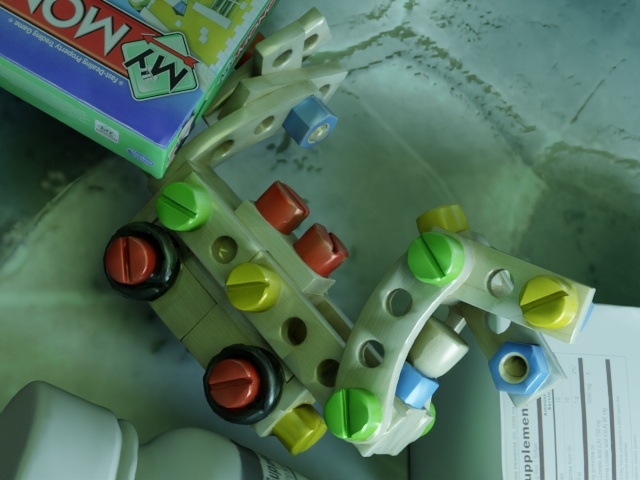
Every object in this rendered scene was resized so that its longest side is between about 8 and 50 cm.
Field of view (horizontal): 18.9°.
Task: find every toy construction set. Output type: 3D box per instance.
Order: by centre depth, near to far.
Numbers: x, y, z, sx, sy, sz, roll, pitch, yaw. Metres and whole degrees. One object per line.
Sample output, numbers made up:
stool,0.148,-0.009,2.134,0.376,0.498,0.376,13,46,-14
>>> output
toy construction set,0.000,0.000,1.164,0.151,0.215,0.327,25,23,-54

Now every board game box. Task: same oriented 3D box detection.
board game box,-0.177,-0.204,1.181,0.317,0.046,0.213,30,66,4

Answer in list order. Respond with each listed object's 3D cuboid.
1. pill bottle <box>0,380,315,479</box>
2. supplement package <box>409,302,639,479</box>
pill bottle,-0.040,0.232,1.101,0.361,0.204,0.204,27,69,-16
supplement package,0.194,0.120,1.266,0.244,0.139,0.134,4,75,-22
